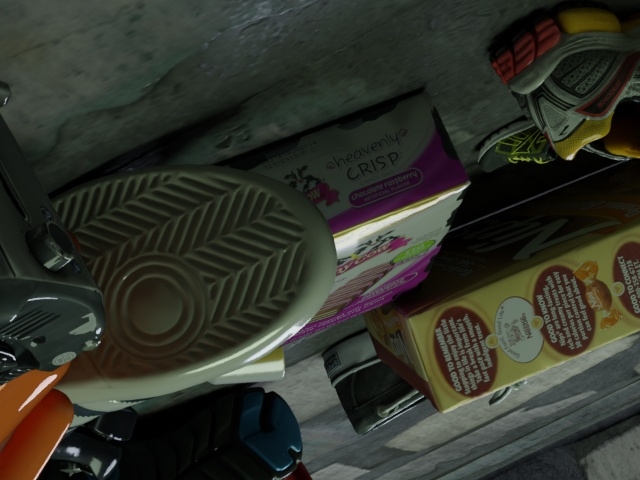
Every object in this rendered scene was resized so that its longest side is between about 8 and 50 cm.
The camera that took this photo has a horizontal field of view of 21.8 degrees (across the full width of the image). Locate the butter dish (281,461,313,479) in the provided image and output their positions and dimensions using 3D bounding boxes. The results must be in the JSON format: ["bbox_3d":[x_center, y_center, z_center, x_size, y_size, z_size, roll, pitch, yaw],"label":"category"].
[{"bbox_3d":[-0.091,0.255,1.750,0.160,0.118,0.160,-22,-154,-8],"label":"butter dish"}]

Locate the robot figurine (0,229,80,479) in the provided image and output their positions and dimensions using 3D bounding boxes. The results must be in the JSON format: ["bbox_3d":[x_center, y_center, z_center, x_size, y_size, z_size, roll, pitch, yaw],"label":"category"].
[{"bbox_3d":[-0.215,0.071,0.860,0.219,0.128,0.158,-46,146,10],"label":"robot figurine"}]

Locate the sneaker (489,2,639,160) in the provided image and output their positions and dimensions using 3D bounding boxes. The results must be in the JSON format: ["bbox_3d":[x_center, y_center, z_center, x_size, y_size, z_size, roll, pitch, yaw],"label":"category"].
[{"bbox_3d":[0.200,-0.092,1.060,0.225,0.093,0.088,-10,159,-43],"label":"sneaker"}]

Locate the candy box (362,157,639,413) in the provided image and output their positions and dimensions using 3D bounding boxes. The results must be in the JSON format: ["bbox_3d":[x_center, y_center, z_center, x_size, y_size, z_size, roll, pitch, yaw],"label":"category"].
[{"bbox_3d":[0.198,0.019,1.304,0.316,0.088,0.183,-21,-167,-9],"label":"candy box"}]

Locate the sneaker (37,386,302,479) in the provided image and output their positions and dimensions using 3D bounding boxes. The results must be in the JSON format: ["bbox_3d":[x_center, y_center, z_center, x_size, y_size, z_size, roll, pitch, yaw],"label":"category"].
[{"bbox_3d":[-0.176,0.239,1.538,0.341,0.125,0.139,-11,162,-37],"label":"sneaker"}]

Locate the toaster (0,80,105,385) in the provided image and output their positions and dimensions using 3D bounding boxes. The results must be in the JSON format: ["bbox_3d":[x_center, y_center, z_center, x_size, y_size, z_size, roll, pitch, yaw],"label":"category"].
[{"bbox_3d":[-0.213,0.017,0.711,0.227,0.146,0.129,-30,163,18],"label":"toaster"}]

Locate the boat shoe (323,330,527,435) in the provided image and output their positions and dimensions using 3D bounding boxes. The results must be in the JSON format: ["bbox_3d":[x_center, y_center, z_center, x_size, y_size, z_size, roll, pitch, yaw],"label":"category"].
[{"bbox_3d":[0.160,0.104,1.618,0.306,0.105,0.113,-19,164,-16],"label":"boat shoe"}]

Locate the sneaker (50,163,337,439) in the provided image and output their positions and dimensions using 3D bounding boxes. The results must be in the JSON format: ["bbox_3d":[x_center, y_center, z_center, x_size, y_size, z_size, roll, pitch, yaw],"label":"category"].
[{"bbox_3d":[-0.144,0.055,0.990,0.350,0.131,0.148,-18,165,14],"label":"sneaker"}]

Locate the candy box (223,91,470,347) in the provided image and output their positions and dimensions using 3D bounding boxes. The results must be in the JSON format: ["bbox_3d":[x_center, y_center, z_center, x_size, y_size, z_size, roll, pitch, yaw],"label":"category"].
[{"bbox_3d":[0.000,0.000,1.107,0.159,0.071,0.233,-21,164,-10],"label":"candy box"}]

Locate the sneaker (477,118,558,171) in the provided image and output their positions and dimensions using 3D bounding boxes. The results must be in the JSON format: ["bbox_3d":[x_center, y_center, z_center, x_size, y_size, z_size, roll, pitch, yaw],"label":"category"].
[{"bbox_3d":[0.147,-0.067,1.169,0.083,0.035,0.031,-34,161,31],"label":"sneaker"}]

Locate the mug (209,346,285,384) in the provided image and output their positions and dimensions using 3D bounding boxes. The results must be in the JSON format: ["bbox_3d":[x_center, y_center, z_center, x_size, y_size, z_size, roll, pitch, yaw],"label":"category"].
[{"bbox_3d":[-0.068,0.080,1.323,0.064,0.078,0.062,-11,-166,-13],"label":"mug"}]

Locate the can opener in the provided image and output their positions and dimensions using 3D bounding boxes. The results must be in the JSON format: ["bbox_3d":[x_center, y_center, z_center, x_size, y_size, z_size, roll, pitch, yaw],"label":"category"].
[{"bbox_3d":[-0.219,0.161,1.372,0.059,0.073,0.186,12,177,27],"label":"can opener"}]
